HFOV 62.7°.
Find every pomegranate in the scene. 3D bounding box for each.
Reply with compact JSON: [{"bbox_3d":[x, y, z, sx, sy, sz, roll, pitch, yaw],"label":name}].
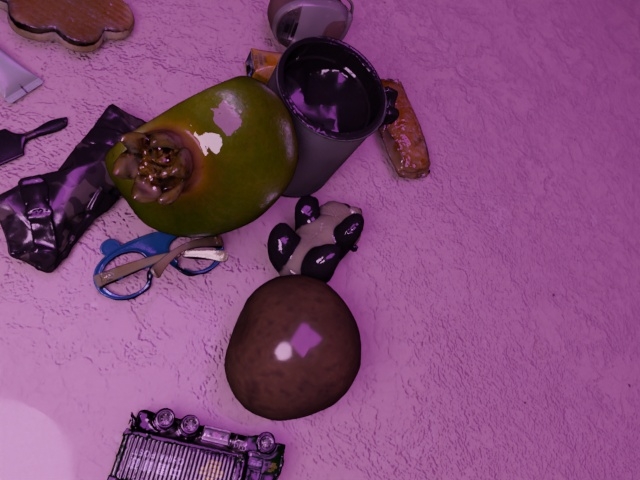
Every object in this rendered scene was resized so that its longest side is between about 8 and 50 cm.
[{"bbox_3d":[-0.183,-0.106,0.836,0.215,0.310,0.358,63,15,-14],"label":"pomegranate"}]

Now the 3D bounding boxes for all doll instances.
[{"bbox_3d":[-0.002,0.000,1.045,0.144,0.135,0.234,27,56,16],"label":"doll"}]

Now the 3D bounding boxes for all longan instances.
[{"bbox_3d":[-0.045,0.180,0.910,0.246,0.215,0.245,14,54,-21],"label":"longan"}]

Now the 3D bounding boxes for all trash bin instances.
[{"bbox_3d":[-0.025,-0.234,1.050,0.278,0.262,0.217,11,66,-19],"label":"trash bin"}]

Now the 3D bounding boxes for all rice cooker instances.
[{"bbox_3d":[-0.026,-0.527,1.236,0.207,0.145,0.127,-16,67,-31],"label":"rice cooker"}]

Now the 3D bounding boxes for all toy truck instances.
[{"bbox_3d":[-0.192,0.353,0.849,0.259,0.088,0.121,19,62,-15],"label":"toy truck"}]

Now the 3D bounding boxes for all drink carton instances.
[{"bbox_3d":[-0.067,-0.387,1.200,0.200,0.074,0.084,-2,72,-25],"label":"drink carton"}]

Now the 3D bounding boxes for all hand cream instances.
[{"bbox_3d":[-0.615,-0.343,0.959,0.205,0.050,0.078,44,57,-8],"label":"hand cream"}]

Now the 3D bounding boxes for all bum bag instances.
[{"bbox_3d":[-0.415,-0.101,0.922,0.144,0.095,0.340,48,61,-20],"label":"bum bag"}]

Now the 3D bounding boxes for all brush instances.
[{"bbox_3d":[-0.542,-0.179,0.943,0.193,0.016,0.062,-36,87,-30],"label":"brush"}]

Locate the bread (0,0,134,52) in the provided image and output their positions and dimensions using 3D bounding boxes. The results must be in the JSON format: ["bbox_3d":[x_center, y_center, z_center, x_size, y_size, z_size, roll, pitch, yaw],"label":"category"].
[{"bbox_3d":[-0.531,-0.468,1.039,0.287,0.056,0.207,34,57,-8],"label":"bread"}]

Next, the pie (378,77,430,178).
[{"bbox_3d":[0.190,-0.284,1.280,0.129,0.068,0.282,-8,70,-27],"label":"pie"}]

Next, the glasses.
[{"bbox_3d":[-0.259,0.047,0.907,0.239,0.207,0.102,-18,114,-27],"label":"glasses"}]
